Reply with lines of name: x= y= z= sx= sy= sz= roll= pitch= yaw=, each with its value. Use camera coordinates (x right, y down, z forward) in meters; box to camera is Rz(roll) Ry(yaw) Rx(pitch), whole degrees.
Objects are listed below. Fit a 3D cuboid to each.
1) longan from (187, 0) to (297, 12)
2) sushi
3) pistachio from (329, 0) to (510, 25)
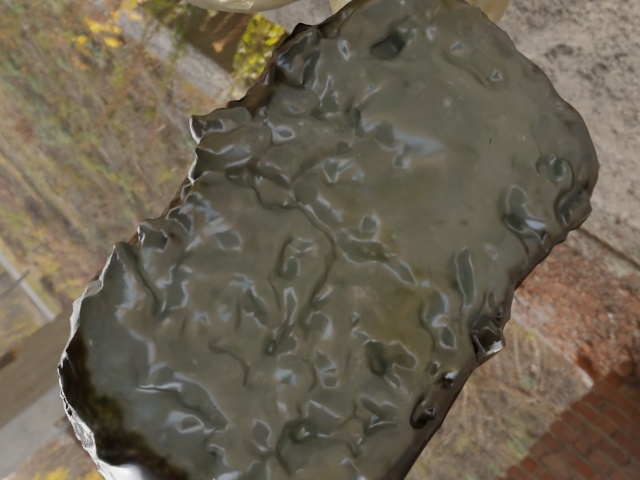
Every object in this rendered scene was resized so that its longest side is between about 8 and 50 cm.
longan: x=-0.114 y=-0.478 z=0.989 sx=0.436 sy=0.404 sz=0.404 roll=41 pitch=160 yaw=1
sushi: x=0.000 y=0.000 z=0.457 sx=0.196 sy=0.343 sz=0.182 roll=44 pitch=155 yaw=-14
pistachio: x=0.099 y=-0.268 z=0.829 sx=0.181 sy=0.162 sz=0.293 roll=50 pitch=172 yaw=-11
